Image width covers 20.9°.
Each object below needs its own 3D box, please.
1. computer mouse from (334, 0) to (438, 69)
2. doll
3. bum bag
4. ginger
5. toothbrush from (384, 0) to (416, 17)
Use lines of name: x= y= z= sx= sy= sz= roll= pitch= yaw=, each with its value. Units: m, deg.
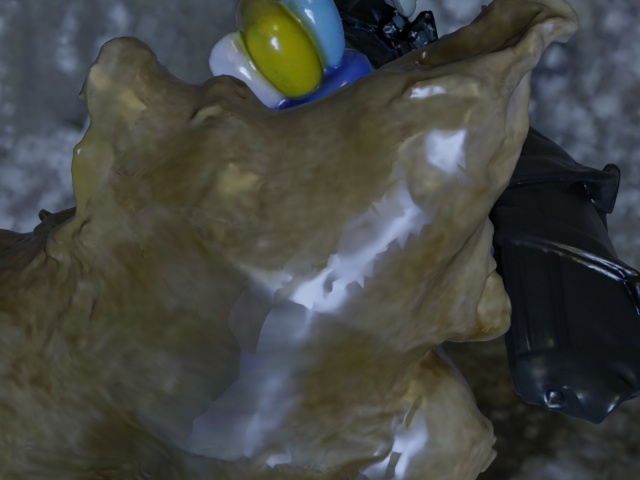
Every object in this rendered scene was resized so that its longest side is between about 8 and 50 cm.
computer mouse: x=0.019 y=-0.181 z=1.628 sx=0.241 sy=0.146 sz=0.077 roll=-23 pitch=-148 yaw=46
doll: x=0.005 y=0.005 z=1.327 sx=0.376 sy=0.187 sz=0.365 roll=12 pitch=113 yaw=-42
bum bag: x=0.176 y=0.006 z=1.239 sx=0.080 sy=0.142 sz=0.326 roll=-57 pitch=-154 yaw=35
ginger: x=-0.014 y=0.024 z=0.599 sx=0.270 sy=0.219 sz=0.123 roll=-34 pitch=-163 yaw=27
toothbrush: x=0.044 y=-0.268 z=1.356 sx=0.026 sy=0.028 sz=0.294 roll=-54 pitch=155 yaw=-19
